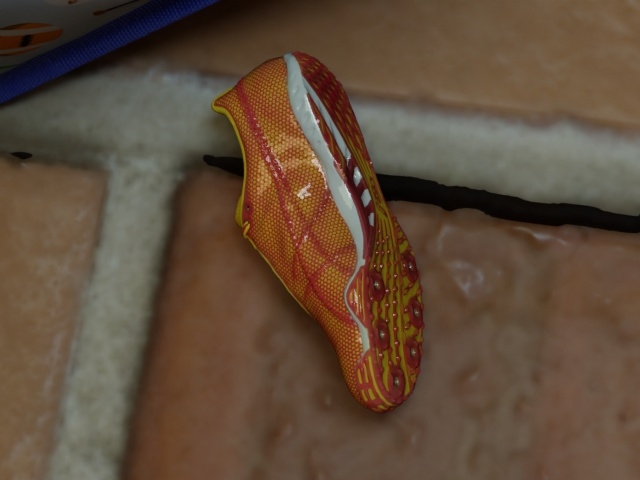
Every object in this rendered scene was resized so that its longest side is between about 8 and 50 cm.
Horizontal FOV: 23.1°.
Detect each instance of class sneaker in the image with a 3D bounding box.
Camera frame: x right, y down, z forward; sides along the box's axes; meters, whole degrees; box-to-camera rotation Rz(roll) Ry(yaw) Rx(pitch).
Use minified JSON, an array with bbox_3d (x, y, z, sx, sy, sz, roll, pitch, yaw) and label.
[{"bbox_3d":[0.000,0.000,0.726,0.067,0.064,0.175,-27,70,25],"label":"sneaker"}]

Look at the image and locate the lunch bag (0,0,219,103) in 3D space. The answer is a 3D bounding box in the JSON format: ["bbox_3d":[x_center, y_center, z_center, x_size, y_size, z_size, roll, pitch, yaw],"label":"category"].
[{"bbox_3d":[-0.125,-0.261,0.655,0.385,0.239,0.328,-18,79,27],"label":"lunch bag"}]
